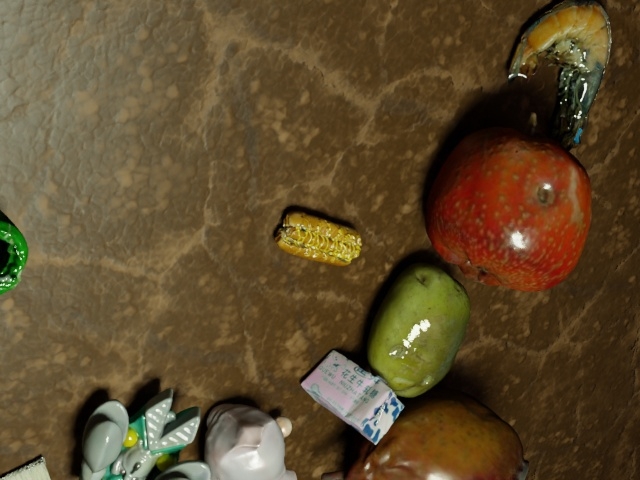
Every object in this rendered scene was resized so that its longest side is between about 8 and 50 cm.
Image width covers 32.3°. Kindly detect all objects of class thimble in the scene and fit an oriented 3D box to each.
[{"bbox_3d":[-0.432,0.012,1.367,0.130,0.090,0.118,22,101,-45],"label":"thimble"}]

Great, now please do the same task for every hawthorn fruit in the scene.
[{"bbox_3d":[0.198,0.401,1.988,0.308,0.308,0.325,-50,127,-1],"label":"hawthorn fruit"},{"bbox_3d":[0.308,-0.063,1.792,0.275,0.275,0.299,5,104,-40],"label":"hawthorn fruit"}]

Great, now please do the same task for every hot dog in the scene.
[{"bbox_3d":[0.000,0.000,1.734,0.165,0.045,0.071,17,104,-43],"label":"hot dog"}]

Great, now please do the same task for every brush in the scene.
[{"bbox_3d":[-0.432,0.461,1.714,0.090,0.017,0.314,-23,130,-22],"label":"brush"}]

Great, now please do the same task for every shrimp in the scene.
[{"bbox_3d":[0.397,-0.266,1.869,0.222,0.054,0.290,-16,122,-32],"label":"shrimp"}]

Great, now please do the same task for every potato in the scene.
[{"bbox_3d":[0.170,0.159,1.902,0.228,0.148,0.197,-58,159,-1],"label":"potato"}]

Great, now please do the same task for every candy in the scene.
[{"bbox_3d":[0.056,0.261,1.869,0.092,0.160,0.073,-48,139,-13],"label":"candy"}]

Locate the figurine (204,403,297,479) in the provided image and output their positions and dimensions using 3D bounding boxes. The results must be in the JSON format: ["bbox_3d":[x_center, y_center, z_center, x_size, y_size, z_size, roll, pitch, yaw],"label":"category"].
[{"bbox_3d":[-0.112,0.379,1.830,0.200,0.133,0.276,-35,135,-21],"label":"figurine"}]

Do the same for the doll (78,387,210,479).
[{"bbox_3d":[-0.270,0.353,1.669,0.195,0.153,0.258,9,109,-12],"label":"doll"}]
